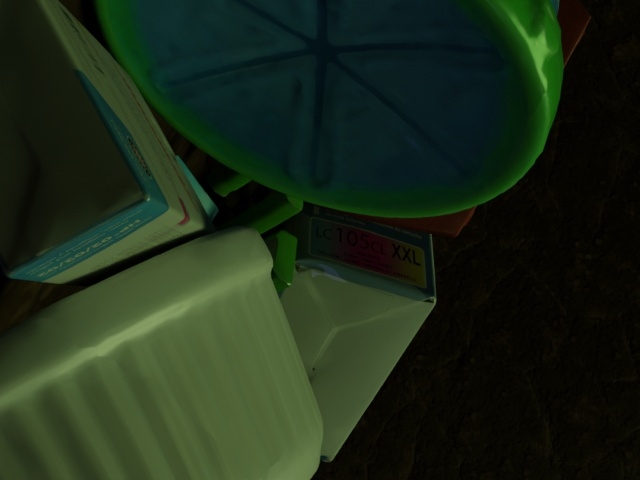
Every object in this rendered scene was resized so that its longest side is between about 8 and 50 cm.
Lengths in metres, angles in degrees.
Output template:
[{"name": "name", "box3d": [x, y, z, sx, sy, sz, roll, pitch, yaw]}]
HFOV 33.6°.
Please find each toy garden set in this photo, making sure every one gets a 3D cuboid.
[{"name": "toy garden set", "box3d": [-0.102, 0.014, 0.834, 0.203, 0.049, 0.244, -28, -138, 38]}]

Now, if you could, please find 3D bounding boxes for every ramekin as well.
[{"name": "ramekin", "box3d": [-0.122, 0.112, 0.538, 0.273, 0.127, 0.273, -29, 177, -1]}]

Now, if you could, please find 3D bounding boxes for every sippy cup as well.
[{"name": "sippy cup", "box3d": [0.032, -0.167, 0.559, 0.305, 0.240, 0.224, -24, -143, 53]}]

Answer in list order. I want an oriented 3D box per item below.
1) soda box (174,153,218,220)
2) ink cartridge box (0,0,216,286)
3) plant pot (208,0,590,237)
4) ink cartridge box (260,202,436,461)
[{"name": "soda box", "box3d": [-0.123, -0.023, 0.689, 0.071, 0.067, 0.210, -58, 175, -5]}, {"name": "ink cartridge box", "box3d": [-0.105, -0.037, 0.460, 0.061, 0.104, 0.181, -30, 175, 0]}, {"name": "plant pot", "box3d": [0.090, -0.165, 0.977, 0.267, 0.235, 0.267, -54, 174, -46]}, {"name": "ink cartridge box", "box3d": [0.000, 0.000, 1.165, 0.395, 0.151, 0.270, -85, -162, -50]}]
